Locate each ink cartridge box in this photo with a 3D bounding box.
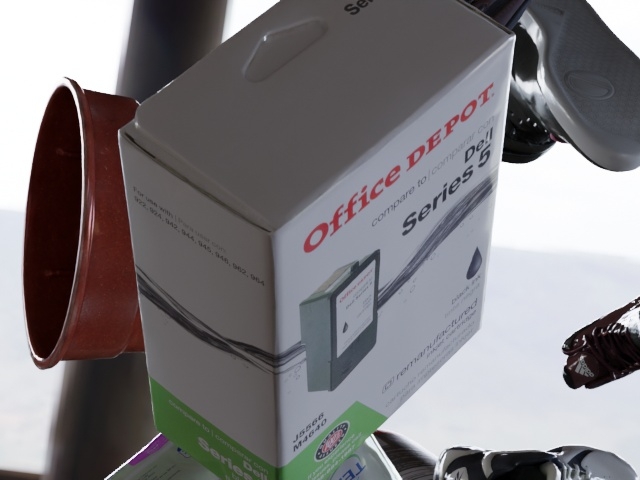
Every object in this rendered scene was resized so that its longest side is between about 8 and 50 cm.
[{"bbox_3d":[0.000,0.000,1.075,0.114,0.198,0.273,35,-31,25],"label":"ink cartridge box"}]

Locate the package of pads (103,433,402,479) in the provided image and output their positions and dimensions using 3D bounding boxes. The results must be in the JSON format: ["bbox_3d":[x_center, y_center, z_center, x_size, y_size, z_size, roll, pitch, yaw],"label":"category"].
[{"bbox_3d":[-0.030,0.260,1.616,0.101,0.229,0.296,19,-36,58],"label":"package of pads"}]

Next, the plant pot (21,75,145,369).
[{"bbox_3d":[-0.125,-0.006,1.770,0.265,0.272,0.272,5,-2,-19],"label":"plant pot"}]

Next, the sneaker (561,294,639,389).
[{"bbox_3d":[0.340,0.129,2.070,0.162,0.106,0.281,-30,-1,14],"label":"sneaker"}]

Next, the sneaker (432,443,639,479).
[{"bbox_3d":[0.250,0.268,1.993,0.235,0.094,0.153,12,2,-15],"label":"sneaker"}]

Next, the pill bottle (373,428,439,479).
[{"bbox_3d":[0.117,0.364,2.179,0.210,0.210,0.363,9,7,-23],"label":"pill bottle"}]

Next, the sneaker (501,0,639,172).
[{"bbox_3d":[0.202,-0.107,1.608,0.104,0.147,0.296,4,34,-19],"label":"sneaker"}]

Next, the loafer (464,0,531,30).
[{"bbox_3d":[0.146,-0.246,1.376,0.109,0.303,0.095,35,8,13],"label":"loafer"}]
